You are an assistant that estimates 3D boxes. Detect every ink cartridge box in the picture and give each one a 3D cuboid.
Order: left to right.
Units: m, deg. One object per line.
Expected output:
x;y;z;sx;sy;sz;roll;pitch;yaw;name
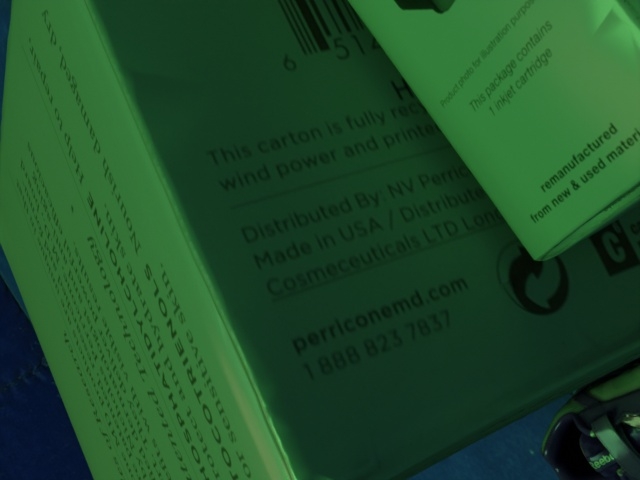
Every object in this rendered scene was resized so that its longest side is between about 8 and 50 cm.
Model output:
0.115;-0.177;0.441;0.306;0.226;0.131;56;149;12;ink cartridge box

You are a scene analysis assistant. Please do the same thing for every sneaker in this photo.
0.232;0.119;0.632;0.095;0.104;0.236;57;149;11;sneaker

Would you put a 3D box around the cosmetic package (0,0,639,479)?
0.000;0.000;0.620;0.327;0.329;0.393;64;152;15;cosmetic package
